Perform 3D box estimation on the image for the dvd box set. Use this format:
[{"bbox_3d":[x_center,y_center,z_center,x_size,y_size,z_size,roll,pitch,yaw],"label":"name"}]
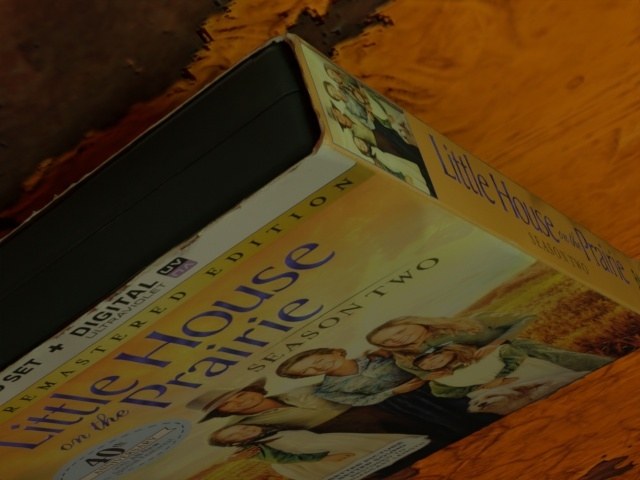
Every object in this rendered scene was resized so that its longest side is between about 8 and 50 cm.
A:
[{"bbox_3d":[-0.003,0.063,0.600,0.307,0.062,0.420,-32,150,23],"label":"dvd box set"}]
